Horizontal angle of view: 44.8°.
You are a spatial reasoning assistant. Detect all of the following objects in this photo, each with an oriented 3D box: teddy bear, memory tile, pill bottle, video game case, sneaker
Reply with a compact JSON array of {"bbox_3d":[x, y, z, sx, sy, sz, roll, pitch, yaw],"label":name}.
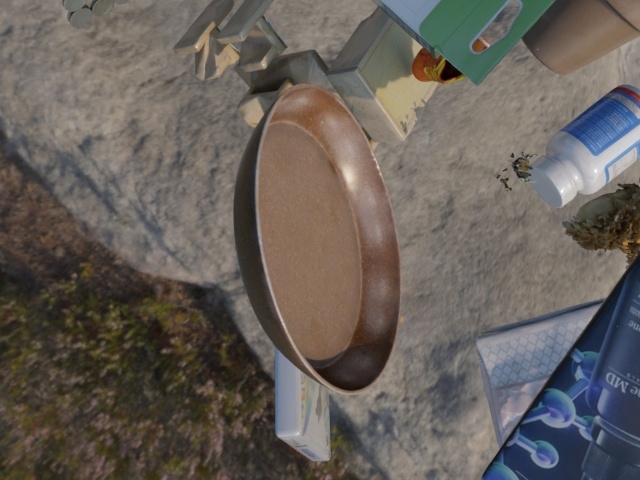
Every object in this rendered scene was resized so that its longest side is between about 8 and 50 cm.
[{"bbox_3d":[0.419,-0.005,0.812,0.245,0.338,0.113,-28,57,36],"label":"teddy bear"},{"bbox_3d":[-0.307,-0.373,1.118,0.148,0.113,0.012,-35,74,-14],"label":"memory tile"},{"bbox_3d":[0.468,-0.158,1.335,0.221,0.124,0.124,-36,92,-6],"label":"pill bottle"},{"bbox_3d":[-0.023,0.138,1.128,0.036,0.300,0.329,-4,68,7],"label":"video game case"},{"bbox_3d":[0.182,-0.264,1.161,0.067,0.175,0.064,-47,107,-16],"label":"sneaker"}]

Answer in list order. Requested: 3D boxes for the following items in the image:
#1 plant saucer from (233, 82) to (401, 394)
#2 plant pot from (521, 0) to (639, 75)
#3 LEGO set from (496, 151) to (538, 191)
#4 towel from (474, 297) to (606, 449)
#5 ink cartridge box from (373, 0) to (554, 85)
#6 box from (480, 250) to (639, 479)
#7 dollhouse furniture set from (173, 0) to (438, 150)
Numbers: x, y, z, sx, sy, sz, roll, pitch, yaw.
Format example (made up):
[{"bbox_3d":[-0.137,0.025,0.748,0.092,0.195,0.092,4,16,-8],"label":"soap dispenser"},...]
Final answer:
[{"bbox_3d":[0.000,0.000,0.425,0.029,0.168,0.168,-10,102,28],"label":"plant saucer"},{"bbox_3d":[0.523,-0.456,1.532,0.263,0.263,0.229,47,125,2],"label":"plant pot"},{"bbox_3d":[0.292,-0.103,1.156,0.054,0.083,0.023,67,158,10],"label":"LEGO set"},{"bbox_3d":[0.431,0.256,1.220,0.332,0.053,0.317,-20,71,21],"label":"towel"},{"bbox_3d":[0.115,-0.256,0.763,0.209,0.062,0.109,44,100,8],"label":"ink cartridge box"},{"bbox_3d":[0.360,0.104,0.583,0.293,0.212,0.395,36,125,20],"label":"box"},{"bbox_3d":[0.019,-0.317,1.398,0.394,0.256,0.362,4,144,47],"label":"dollhouse furniture set"}]
